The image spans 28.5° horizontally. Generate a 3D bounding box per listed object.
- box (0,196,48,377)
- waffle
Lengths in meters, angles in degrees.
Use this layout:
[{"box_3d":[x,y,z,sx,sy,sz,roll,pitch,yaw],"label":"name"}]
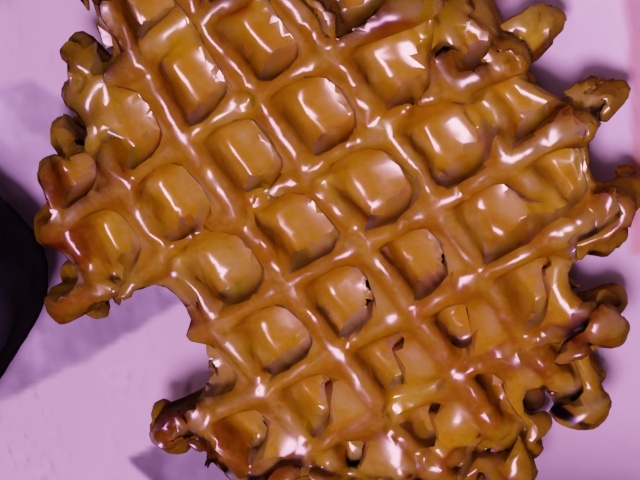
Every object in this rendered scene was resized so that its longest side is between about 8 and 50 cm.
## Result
[{"box_3d":[-0.288,0.024,0.560,0.290,0.073,0.289,36,118,2],"label":"box"},{"box_3d":[0.000,0.000,0.466,0.231,0.051,0.229,14,113,12],"label":"waffle"}]
